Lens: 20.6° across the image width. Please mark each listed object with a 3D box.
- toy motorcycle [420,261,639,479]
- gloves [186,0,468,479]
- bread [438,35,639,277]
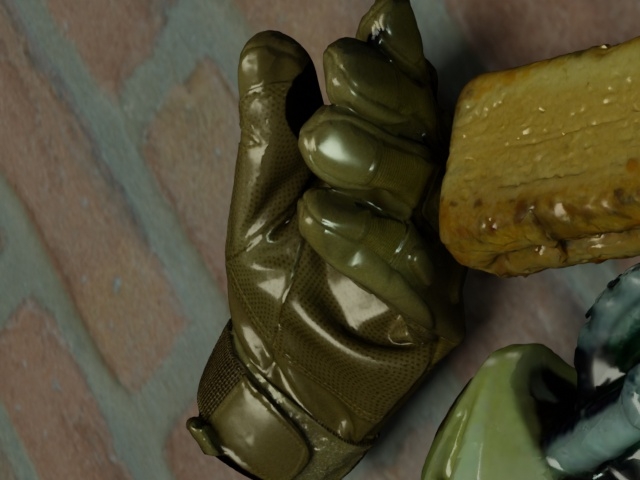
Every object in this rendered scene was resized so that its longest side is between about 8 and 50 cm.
[{"bbox_3d":[0.166,0.211,0.869,0.237,0.168,0.410,-8,92,47],"label":"toy motorcycle"},{"bbox_3d":[0.014,0.001,1.002,0.154,0.141,0.331,-108,28,-45],"label":"gloves"},{"bbox_3d":[0.154,-0.044,0.874,0.211,0.083,0.114,-10,61,48],"label":"bread"}]
